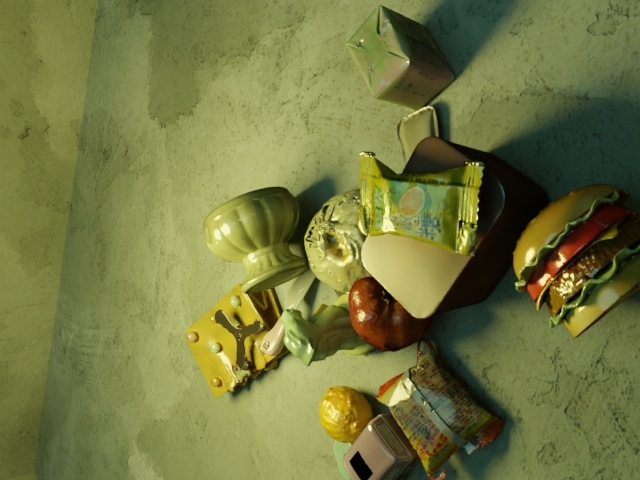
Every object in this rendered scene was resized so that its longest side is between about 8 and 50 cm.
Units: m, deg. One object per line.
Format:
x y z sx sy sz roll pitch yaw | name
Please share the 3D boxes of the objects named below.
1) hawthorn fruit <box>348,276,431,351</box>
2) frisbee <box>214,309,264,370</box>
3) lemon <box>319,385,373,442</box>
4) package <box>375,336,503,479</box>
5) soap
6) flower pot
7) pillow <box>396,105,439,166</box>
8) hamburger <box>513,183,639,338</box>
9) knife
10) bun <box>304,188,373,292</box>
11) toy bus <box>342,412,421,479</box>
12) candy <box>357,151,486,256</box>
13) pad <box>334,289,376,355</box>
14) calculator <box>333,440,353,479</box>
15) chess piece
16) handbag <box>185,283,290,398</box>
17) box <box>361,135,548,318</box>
0.176 0.189 1.467 0.207 0.207 0.243 42 158 37 | hawthorn fruit
-0.238 0.294 1.842 0.187 0.012 0.211 -27 84 36 | frisbee
0.064 0.466 1.603 0.187 0.142 0.142 38 119 60 | lemon
0.260 0.403 1.415 0.223 0.108 0.288 -51 53 17 | package
0.191 -0.430 1.418 0.138 0.199 0.182 -40 64 35 | soap
-0.175 0.011 1.729 0.307 0.307 0.244 -34 73 40 | flower pot
0.252 -0.210 1.474 0.131 0.038 0.232 -15 79 47 | pillow
0.483 0.023 1.083 0.212 0.274 0.274 51 125 23 | hamburger
-0.082 0.192 1.774 0.081 0.043 0.336 30 91 45 | knife
0.060 0.003 1.593 0.287 0.146 0.287 0 90 45 | bun
0.155 0.552 1.512 0.142 0.142 0.202 49 123 32 | toy bus
0.186 -0.080 1.187 0.297 0.081 0.187 11 100 44 | candy
0.123 0.182 1.635 0.158 0.003 0.235 -43 62 37 | pad
0.083 0.627 1.672 0.095 0.021 0.153 -44 58 37 | calculator
0.015 0.231 1.533 0.176 0.298 0.175 4 95 44 | chess piece
-0.276 0.332 1.961 0.401 0.133 0.283 -39 73 36 | handbag
0.296 -0.026 1.298 0.239 0.229 0.339 46 122 35 | box
